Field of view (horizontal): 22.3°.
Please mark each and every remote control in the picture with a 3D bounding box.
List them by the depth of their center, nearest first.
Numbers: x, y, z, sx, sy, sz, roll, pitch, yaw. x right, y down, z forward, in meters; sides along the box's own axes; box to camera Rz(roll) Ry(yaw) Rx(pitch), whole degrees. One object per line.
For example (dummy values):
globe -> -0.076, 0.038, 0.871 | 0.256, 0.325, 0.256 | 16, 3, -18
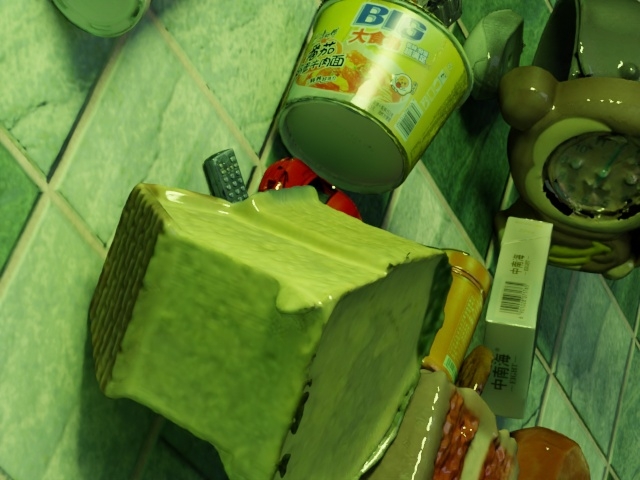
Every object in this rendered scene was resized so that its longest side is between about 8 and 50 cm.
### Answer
remote control -> -0.087, -0.020, 1.715 | 0.043, 0.027, 0.152 | -31, 110, -50

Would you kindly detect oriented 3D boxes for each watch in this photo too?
watch -> 0.375, -0.171, 2.263 | 0.327, 0.314, 0.335 | -82, -174, -49

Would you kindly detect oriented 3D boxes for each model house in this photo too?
model house -> -0.064, 0.085, 1.524 | 0.321, 0.266, 0.261 | -16, 129, -63

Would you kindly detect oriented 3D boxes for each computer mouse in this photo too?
computer mouse -> 0.232, -0.256, 2.233 | 0.229, 0.068, 0.113 | -45, 144, -67

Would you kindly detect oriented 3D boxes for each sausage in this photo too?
sausage -> 0.253, 0.353, 2.097 | 0.268, 0.141, 0.153 | -59, 134, -41

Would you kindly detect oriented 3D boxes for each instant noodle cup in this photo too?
instant noodle cup -> 0.055, -0.155, 1.816 | 0.205, 0.205, 0.153 | 55, 49, -39

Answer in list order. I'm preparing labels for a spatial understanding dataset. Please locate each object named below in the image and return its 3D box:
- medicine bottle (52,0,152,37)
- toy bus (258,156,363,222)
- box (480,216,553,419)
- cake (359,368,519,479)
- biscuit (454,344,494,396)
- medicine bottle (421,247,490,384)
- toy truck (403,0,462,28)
medicine bottle -> -0.119, -0.336, 1.636 | 0.426, 0.108, 0.108 | -50, 127, -50
toy bus -> 0.000, 0.000, 1.790 | 0.081, 0.089, 0.195 | -55, 130, -48
box -> 0.254, 0.098, 2.124 | 0.243, 0.067, 0.155 | -69, 166, -55
cake -> 0.053, 0.295, 1.707 | 0.237, 0.230, 0.309 | 53, 43, -45
biscuit -> 0.158, 0.210, 1.971 | 0.188, 0.027, 0.188 | -64, 180, 0
medicine bottle -> 0.140, 0.108, 1.995 | 0.096, 0.096, 0.192 | 61, 39, -34
toy truck -> 0.107, -0.279, 2.016 | 0.192, 0.083, 0.092 | -44, 128, -53
